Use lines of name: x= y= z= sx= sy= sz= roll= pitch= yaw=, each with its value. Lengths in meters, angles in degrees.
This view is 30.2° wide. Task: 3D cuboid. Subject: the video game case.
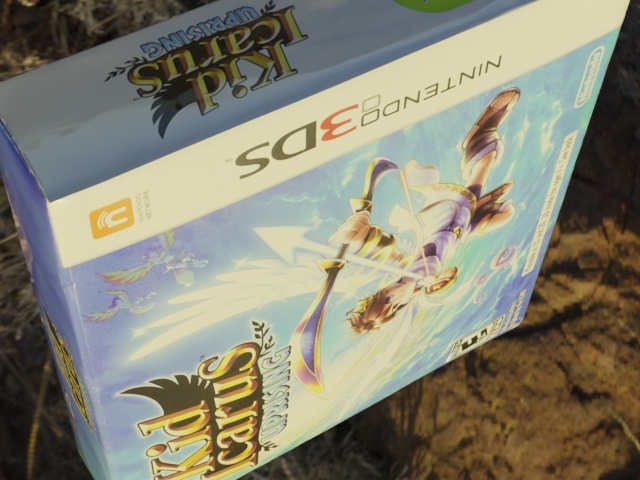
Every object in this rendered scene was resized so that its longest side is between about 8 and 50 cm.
video game case: x=0.000 y=0.000 z=0.521 sx=0.244 sy=0.269 sz=0.061 roll=-24 pitch=58 yaw=-19
